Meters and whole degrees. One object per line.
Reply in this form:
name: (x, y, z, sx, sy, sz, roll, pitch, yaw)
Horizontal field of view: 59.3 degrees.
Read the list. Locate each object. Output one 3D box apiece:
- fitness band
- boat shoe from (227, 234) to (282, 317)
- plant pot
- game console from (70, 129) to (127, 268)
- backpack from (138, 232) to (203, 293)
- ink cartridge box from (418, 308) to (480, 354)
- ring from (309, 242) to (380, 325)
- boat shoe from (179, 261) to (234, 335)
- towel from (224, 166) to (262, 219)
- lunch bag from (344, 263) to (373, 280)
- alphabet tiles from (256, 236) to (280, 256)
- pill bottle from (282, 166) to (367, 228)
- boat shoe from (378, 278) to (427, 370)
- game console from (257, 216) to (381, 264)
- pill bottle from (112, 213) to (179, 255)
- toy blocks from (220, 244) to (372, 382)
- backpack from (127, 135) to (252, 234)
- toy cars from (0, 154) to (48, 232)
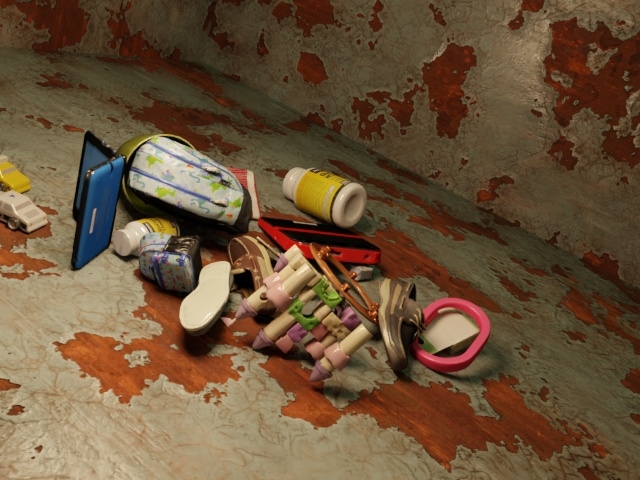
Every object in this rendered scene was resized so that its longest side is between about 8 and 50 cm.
fitness band: (0.399, 0.284, 1.729, 0.209, 0.054, 0.291, 26, 45, 28)
boat shoe: (-0.217, 0.097, 1.652, 0.123, 0.123, 0.342, 4, 36, -36)
plant pot: (-0.588, -0.245, 1.919, 0.275, 0.274, 0.293, 0, 16, -39)
game console: (-0.646, -0.116, 1.522, 0.173, 0.293, 0.250, 21, 25, 2)
backpack: (-0.418, 0.059, 1.528, 0.173, 0.158, 0.117, 9, 43, 4)
ink cartridge box: (0.368, 0.294, 1.801, 0.235, 0.056, 0.171, -20, 42, -24)
ring: (0.088, 0.127, 1.742, 0.336, 0.032, 0.336, 48, 9, -10)
boat shoe: (-0.282, 0.165, 1.467, 0.116, 0.099, 0.319, -8, 24, 4)
towel: (-0.386, -0.190, 2.089, 0.329, 0.037, 0.237, 7, 51, -27)
lunch bag: (0.133, 0.102, 1.998, 0.071, 0.053, 0.083, -2, 24, -43)
alphabet tiles: (-0.103, 0.073, 1.778, 0.237, 0.009, 0.198, 39, -6, 2)
pill bottle: (0.010, -0.187, 2.290, 0.334, 0.188, 0.188, 25, 22, 36)
boat shoe: (0.244, 0.227, 1.659, 0.130, 0.132, 0.355, -11, 35, 11)
game console: (0.000, 0.000, 2.052, 0.386, 0.060, 0.342, 6, 14, -31)
pill bottle: (-0.511, -0.012, 1.647, 0.103, 0.103, 0.184, 31, 26, 20)
toy blocks: (-0.070, 0.204, 1.469, 0.288, 0.260, 0.309, 48, 1, -17)
backpack: (-0.409, -0.168, 1.724, 0.355, 0.273, 0.290, 5, 14, -34)
toy cars: (-0.917, -0.156, 1.627, 0.176, 0.087, 0.394, -2, 34, -40)
